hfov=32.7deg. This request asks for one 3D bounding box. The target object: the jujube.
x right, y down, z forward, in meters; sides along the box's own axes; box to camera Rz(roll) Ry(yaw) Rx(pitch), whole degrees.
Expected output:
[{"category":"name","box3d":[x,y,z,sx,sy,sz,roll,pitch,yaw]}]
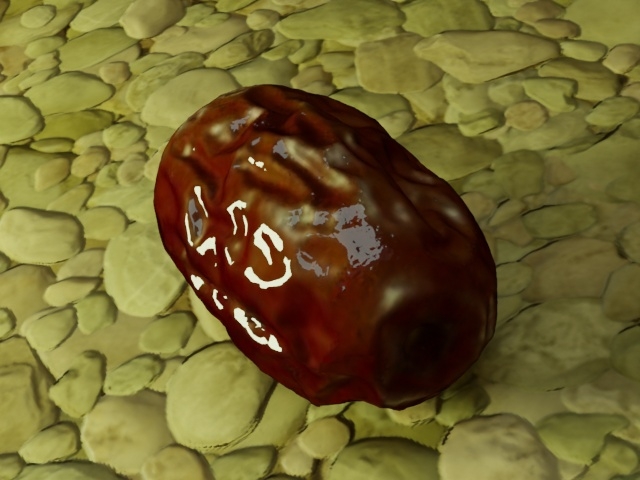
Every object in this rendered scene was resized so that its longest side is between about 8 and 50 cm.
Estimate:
[{"category":"jujube","box3d":[0.000,0.000,0.683,0.174,0.174,0.250,-31,39,-18]}]
